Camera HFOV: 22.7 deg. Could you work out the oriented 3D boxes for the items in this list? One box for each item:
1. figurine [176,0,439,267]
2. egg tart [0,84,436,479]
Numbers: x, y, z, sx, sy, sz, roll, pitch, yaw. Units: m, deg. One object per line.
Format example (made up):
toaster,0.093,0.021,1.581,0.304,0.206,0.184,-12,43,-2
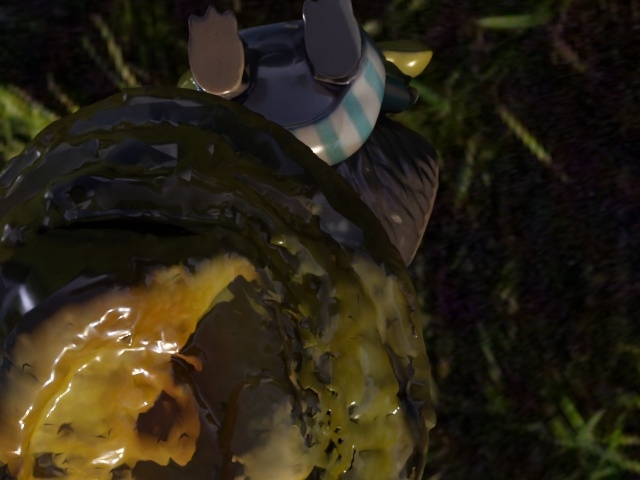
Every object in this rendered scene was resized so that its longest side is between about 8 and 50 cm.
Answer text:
figurine,0.000,0.000,1.476,0.266,0.361,0.378,-10,83,5
egg tart,-0.090,0.075,0.728,0.297,0.132,0.297,0,90,6
